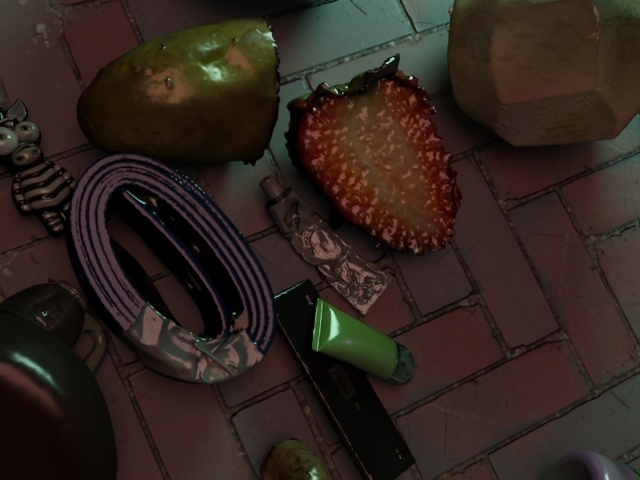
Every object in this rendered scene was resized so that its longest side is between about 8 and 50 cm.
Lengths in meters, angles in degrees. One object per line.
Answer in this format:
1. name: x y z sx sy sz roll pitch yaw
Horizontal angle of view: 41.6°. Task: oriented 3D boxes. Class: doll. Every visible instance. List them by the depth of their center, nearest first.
1. doll: -0.416 -0.106 1.202 0.091 0.067 0.219 -32 83 -27

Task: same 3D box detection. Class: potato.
1. potato: -0.211 -0.202 1.197 0.266 0.229 0.229 -10 78 -30

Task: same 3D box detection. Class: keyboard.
1. keyboard: 0.028 0.208 1.235 0.106 0.027 0.316 -24 81 -44

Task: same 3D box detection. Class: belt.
1. belt: -0.212 0.043 1.164 0.212 0.117 0.347 -40 96 -22

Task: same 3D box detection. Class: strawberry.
1. strawberry: 0.081 -0.113 1.310 0.234 0.138 0.306 -25 102 -8

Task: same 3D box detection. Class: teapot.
1. teapot: -0.354 0.115 1.139 0.149 0.111 0.108 36 50 5

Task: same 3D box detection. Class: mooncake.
1. mooncake: -0.404 0.266 1.021 0.326 0.174 0.333 37 97 -12

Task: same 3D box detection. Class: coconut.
1. coconut: 0.389 -0.310 1.337 0.353 0.352 0.352 4 75 -13

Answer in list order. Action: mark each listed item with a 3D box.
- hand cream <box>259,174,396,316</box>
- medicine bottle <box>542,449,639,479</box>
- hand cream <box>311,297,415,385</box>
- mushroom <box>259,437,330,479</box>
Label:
1. hand cream: -0.001 0.001 1.289 0.257 0.050 0.084 44 72 -6
2. medicine bottle: 0.482 0.451 1.202 0.326 0.212 0.212 23 71 -6
3. hand cream: 0.063 0.158 1.244 0.175 0.046 0.095 27 44 -20
4. mushroom: -0.036 0.403 1.070 0.267 0.267 0.254 -27 84 -19
